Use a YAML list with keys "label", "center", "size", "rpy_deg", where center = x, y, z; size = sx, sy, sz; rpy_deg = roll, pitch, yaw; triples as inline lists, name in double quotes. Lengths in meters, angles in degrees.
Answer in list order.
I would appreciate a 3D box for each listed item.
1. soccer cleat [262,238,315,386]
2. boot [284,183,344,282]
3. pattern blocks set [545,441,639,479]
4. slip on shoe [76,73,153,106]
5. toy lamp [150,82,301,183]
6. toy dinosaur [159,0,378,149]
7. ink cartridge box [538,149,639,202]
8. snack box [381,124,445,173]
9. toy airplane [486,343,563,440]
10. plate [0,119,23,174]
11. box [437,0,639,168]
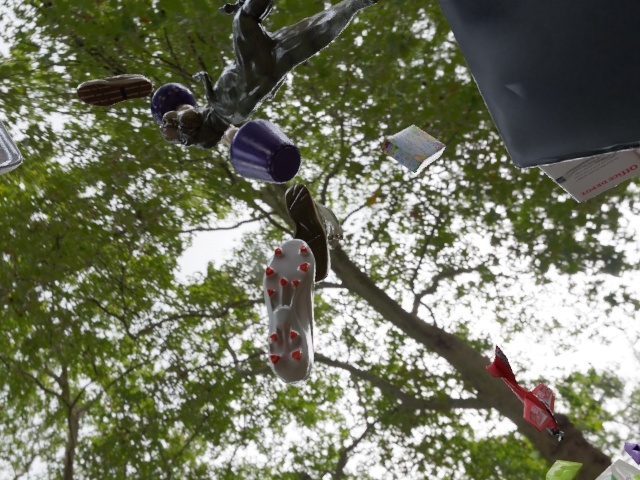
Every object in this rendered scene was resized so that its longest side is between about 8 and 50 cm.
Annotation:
- label: "soccer cleat"
  center: [-0.038, 0.090, 0.696]
  size: [0.076, 0.068, 0.196]
  rpy_deg: [72, -165, -55]
- label: "boot"
  center: [0.000, 0.000, 1.147]
  size: [0.165, 0.077, 0.213]
  rpy_deg: [34, -142, -62]
- label: "pattern blocks set"
  center: [0.523, 0.451, 0.901]
  size: [0.325, 0.286, 0.026]
  rpy_deg: [-31, -57, -43]
- label: "slip on shoe"
  center: [-0.388, -0.289, 1.023]
  size: [0.135, 0.041, 0.051]
  rpy_deg: [-16, -43, -17]
- label: "toy lamp"
  center: [-0.128, -0.143, 0.717]
  size: [0.080, 0.275, 0.080]
  rpy_deg: [-25, -49, -32]
- label: "toy dinosaur"
  center: [-0.051, -0.166, 0.446]
  size: [0.064, 0.268, 0.118]
  rpy_deg: [3, -107, -40]
- label: "ink cartridge box"
  center: [0.595, -0.216, 1.238]
  size: [0.237, 0.172, 0.100]
  rpy_deg: [31, -134, -25]
- label: "snack box"
  center: [0.223, -0.219, 1.287]
  size: [0.141, 0.100, 0.037]
  rpy_deg: [-34, -26, -45]
- label: "toy airplane"
  center: [0.282, 0.212, 0.750]
  size: [0.151, 0.151, 0.028]
  rpy_deg: [25, -57, -37]
- label: "plate"
  center: [-0.583, -0.135, 0.729]
  size: [0.278, 0.277, 0.045]
  rpy_deg: [-21, -37, -32]
- label: "box"
  center: [0.374, -0.422, 0.652]
  size: [0.472, 0.297, 0.479]
  rpy_deg: [-40, -72, -31]
